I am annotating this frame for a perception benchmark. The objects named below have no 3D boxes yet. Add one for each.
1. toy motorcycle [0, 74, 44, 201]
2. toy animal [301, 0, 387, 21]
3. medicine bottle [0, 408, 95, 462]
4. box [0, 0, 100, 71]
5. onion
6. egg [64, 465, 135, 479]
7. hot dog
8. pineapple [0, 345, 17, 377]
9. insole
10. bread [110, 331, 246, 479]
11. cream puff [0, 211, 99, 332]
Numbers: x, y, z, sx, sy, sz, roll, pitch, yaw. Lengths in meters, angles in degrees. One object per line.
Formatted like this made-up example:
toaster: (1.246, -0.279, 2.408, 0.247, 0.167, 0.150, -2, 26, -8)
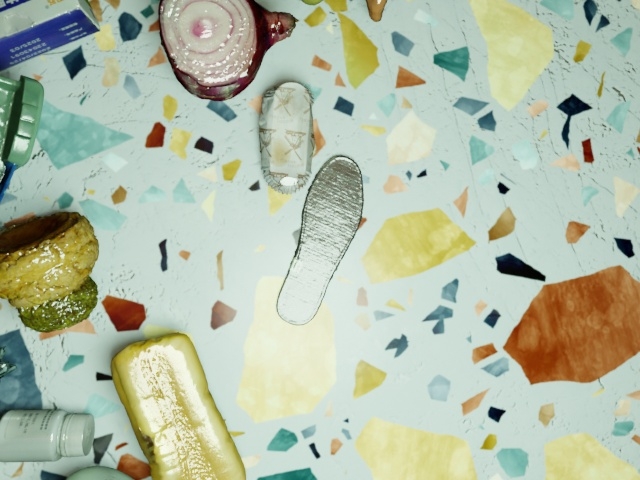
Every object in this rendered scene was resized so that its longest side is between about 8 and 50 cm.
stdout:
toy motorcycle: (-0.523, -0.098, 0.756, 0.191, 0.200, 0.326, 11, 89, -43)
toy animal: (-0.017, -0.504, 0.841, 0.338, 0.191, 0.216, 20, 89, -6)
medicine bottle: (-0.439, 0.312, 0.855, 0.130, 0.080, 0.080, 2, 90, -7)
box: (-0.510, -0.442, 0.828, 0.200, 0.106, 0.299, -24, 92, -4)
onion: (-0.143, -0.330, 0.856, 0.218, 0.140, 0.195, -14, 96, -6)
egg: (-0.321, 0.477, 0.819, 0.183, 0.183, 0.264, -24, 87, -6)
hot dog: (-0.056, -0.174, 0.910, 0.099, 0.053, 0.192, -1, 93, -5)
pineapple: (-0.558, 0.269, 0.831, 0.083, 0.103, 0.221, 25, 89, -5)
insole: (0.000, 0.000, 0.938, 0.110, 0.012, 0.309, 23, 87, -7)
bread: (-0.231, 0.298, 0.872, 0.142, 0.091, 0.305, -21, 93, -25)
cream puff: (-0.422, 0.062, 0.831, 0.183, 0.183, 0.169, -18, 116, -6)
